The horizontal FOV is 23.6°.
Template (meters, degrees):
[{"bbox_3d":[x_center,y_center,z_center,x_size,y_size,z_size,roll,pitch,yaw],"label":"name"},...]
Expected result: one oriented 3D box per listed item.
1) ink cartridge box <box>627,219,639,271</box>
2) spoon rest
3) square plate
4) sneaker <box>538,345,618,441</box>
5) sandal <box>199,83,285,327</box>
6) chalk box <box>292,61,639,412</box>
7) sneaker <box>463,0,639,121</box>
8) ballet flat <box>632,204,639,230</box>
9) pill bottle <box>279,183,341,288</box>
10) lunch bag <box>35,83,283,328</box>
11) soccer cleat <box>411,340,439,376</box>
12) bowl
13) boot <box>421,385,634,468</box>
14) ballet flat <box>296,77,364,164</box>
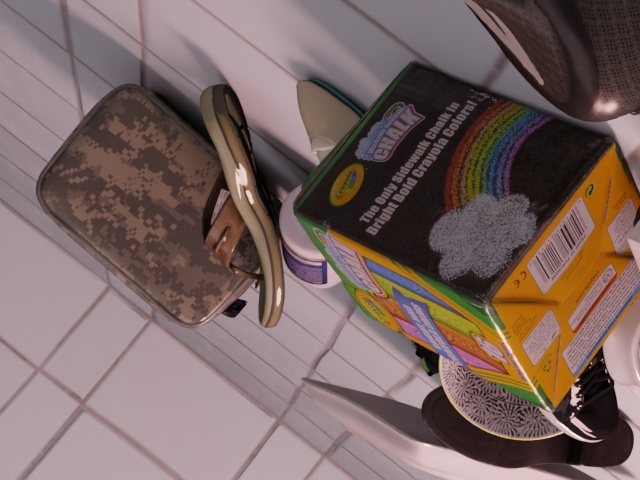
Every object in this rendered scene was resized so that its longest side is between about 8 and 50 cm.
[{"bbox_3d":[0.297,0.008,1.106,0.143,0.090,0.092,27,162,36],"label":"ink cartridge box"},{"bbox_3d":[0.327,0.132,1.430,0.137,0.084,0.276,24,159,46],"label":"spoon rest"},{"bbox_3d":[0.182,0.274,1.999,0.347,0.049,0.344,18,180,-26],"label":"square plate"},{"bbox_3d":[0.252,0.112,1.479,0.217,0.079,0.121,61,159,-16],"label":"sneaker"},{"bbox_3d":[-0.102,-0.037,1.762,0.120,0.086,0.303,-101,-5,-63],"label":"sandal"},{"bbox_3d":[0.113,-0.016,1.314,0.289,0.180,0.179,28,162,41],"label":"chalk box"},{"bbox_3d":[0.006,-0.225,0.878,0.483,0.202,0.185,41,166,-10],"label":"sneaker"},{"bbox_3d":[0.294,0.027,1.256,0.057,0.049,0.173,24,160,48],"label":"ballet flat"},{"bbox_3d":[0.000,0.000,1.808,0.094,0.094,0.169,36,165,12],"label":"pill bottle"},{"bbox_3d":[-0.191,-0.038,1.974,0.305,0.212,0.256,40,-178,-1],"label":"lunch bag"},{"bbox_3d":[0.137,0.121,1.885,0.179,0.072,0.060,39,166,0],"label":"soccer cleat"},{"bbox_3d":[0.214,0.118,1.613,0.170,0.170,0.080,41,-152,-7],"label":"bowl"},{"bbox_3d":[0.201,0.209,1.843,0.264,0.096,0.280,3,179,-19],"label":"boot"},{"bbox_3d":[0.056,-0.058,1.520,0.248,0.086,0.086,40,166,-3],"label":"ballet flat"}]
